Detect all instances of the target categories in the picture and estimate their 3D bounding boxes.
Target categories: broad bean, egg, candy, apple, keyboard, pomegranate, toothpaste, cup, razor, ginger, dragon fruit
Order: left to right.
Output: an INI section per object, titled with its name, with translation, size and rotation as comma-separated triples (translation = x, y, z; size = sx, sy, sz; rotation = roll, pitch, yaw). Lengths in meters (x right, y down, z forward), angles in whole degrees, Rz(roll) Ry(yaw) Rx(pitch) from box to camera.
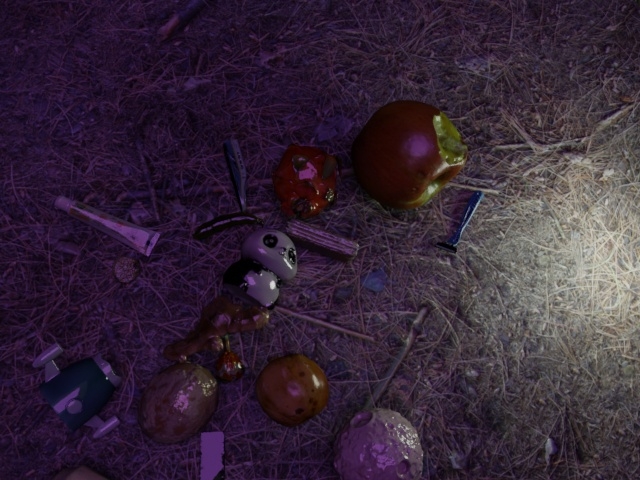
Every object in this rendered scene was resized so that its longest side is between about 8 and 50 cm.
[cup]
translation = -0.648, 0.403, 1.520
size = 0.173, 0.167, 0.299
rotation = -39, 112, -24
[toothpaste]
translation = -0.647, -0.054, 1.674
size = 0.314, 0.058, 0.056
rotation = 26, 31, -6
[egg]
translation = -0.392, 0.448, 1.526
size = 0.245, 0.203, 0.203
rotation = -42, 86, 2
[keyboard]
translation = -0.311, 0.651, 1.588
size = 0.074, 0.015, 0.196
rotation = 0, 77, -5
[ginger]
translation = -0.312, 0.256, 1.597
size = 0.334, 0.081, 0.148
rotation = -33, 81, 1
[candy]
translation = -0.281, 0.279, 1.655
size = 0.084, 0.078, 0.287
rotation = -7, 71, -7
[broad bean]
translation = -0.290, -0.050, 1.733
size = 0.227, 0.039, 0.069
rotation = -9, 85, -11
[pomegranate]
translation = -0.080, 0.416, 1.581
size = 0.215, 0.215, 0.215
rotation = 2, 77, -8
[dragon fruit]
translation = -0.043, -0.178, 1.712
size = 0.224, 0.224, 0.227
rotation = -1, 77, -9
[apple]
translation = 0.265, -0.271, 1.719
size = 0.339, 0.339, 0.339
rotation = 2, 77, -8
[razor]
translation = 0.478, -0.064, 1.855
size = 0.082, 0.042, 0.253
rotation = 19, 69, 38

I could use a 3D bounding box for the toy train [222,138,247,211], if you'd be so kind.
[toy train]
translation = -0.260, -0.205, 1.766
size = 0.051, 0.052, 0.234
rotation = -14, 80, -16

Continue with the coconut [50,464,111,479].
[coconut]
translation = -0.615, 0.708, 1.428
size = 0.234, 0.224, 0.224
rotation = 30, 75, 11

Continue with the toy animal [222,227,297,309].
[toy animal]
translation = -0.171, 0.076, 1.656
size = 0.187, 0.165, 0.235
rotation = 40, 74, -28

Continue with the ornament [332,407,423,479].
[ornament]
translation = 0.158, 0.591, 1.547
size = 0.259, 0.259, 0.225
rotation = -29, 105, -14

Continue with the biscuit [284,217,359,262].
[biscuit]
translation = 0.000, 0.000, 1.730
size = 0.239, 0.108, 0.062
rotation = 20, 73, -4

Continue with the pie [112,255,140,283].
[pie]
translation = -0.586, 0.090, 1.667
size = 0.085, 0.017, 0.085
rotation = 2, 78, -10
